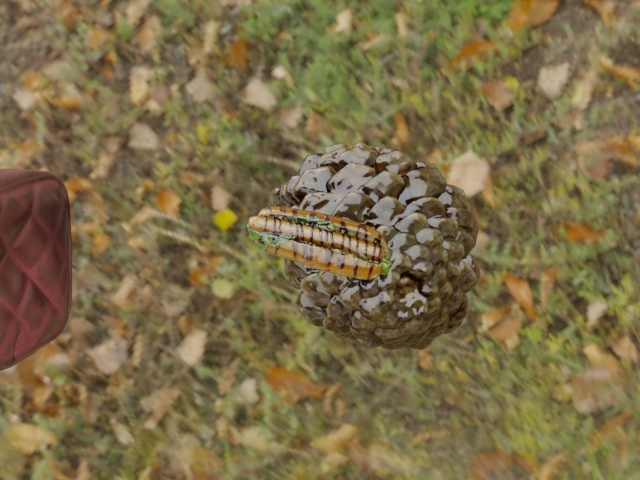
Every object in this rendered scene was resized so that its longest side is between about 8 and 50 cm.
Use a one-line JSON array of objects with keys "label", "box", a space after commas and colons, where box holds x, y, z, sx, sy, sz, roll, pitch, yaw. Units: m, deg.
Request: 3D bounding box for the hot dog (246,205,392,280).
[{"label": "hot dog", "box": [0.000, 0.000, 1.122, 0.122, 0.037, 0.049, 13, 70, -4]}]

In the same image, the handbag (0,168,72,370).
[{"label": "handbag", "box": [-0.274, 0.023, 0.943, 0.135, 0.225, 0.146, 1, 100, 19]}]

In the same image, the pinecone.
[{"label": "pinecone", "box": [0.043, 0.004, 1.250, 0.179, 0.184, 0.204, -7, 17, -22]}]
